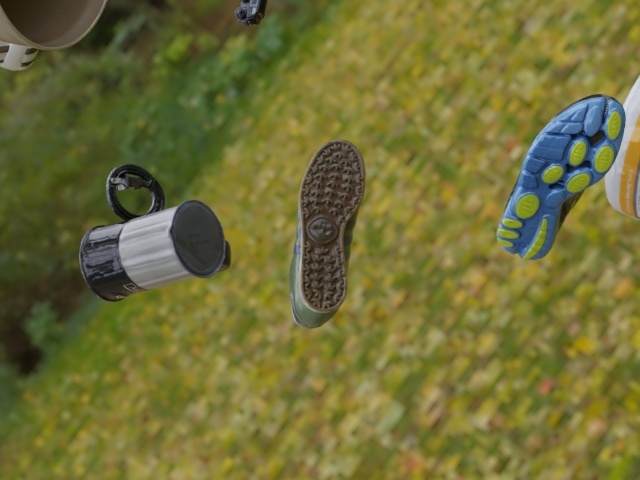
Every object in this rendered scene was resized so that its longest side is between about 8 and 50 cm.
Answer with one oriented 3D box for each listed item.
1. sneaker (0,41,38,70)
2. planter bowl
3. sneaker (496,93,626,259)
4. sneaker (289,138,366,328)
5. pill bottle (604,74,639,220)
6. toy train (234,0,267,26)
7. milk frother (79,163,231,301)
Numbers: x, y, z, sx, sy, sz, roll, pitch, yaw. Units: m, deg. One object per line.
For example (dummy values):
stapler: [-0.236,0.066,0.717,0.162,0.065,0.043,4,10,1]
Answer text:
sneaker: [-0.371,-0.263,1.786,0.162,0.281,0.106,-11,-37,-34]
planter bowl: [-0.251,-0.230,1.555,0.109,0.162,0.162,4,48,31]
sneaker: [0.199,-0.062,1.666,0.188,0.067,0.078,116,176,-49]
sneaker: [0.000,0.000,1.963,0.086,0.064,0.192,115,164,-61]
pill bottle: [0.412,-0.057,1.792,0.162,0.278,0.162,-47,-31,-40]
toy train: [-0.068,-0.322,2.294,0.027,0.036,0.158,42,-125,-66]
milk frother: [-0.170,-0.020,2.083,0.135,0.143,0.129,-14,-2,36]
